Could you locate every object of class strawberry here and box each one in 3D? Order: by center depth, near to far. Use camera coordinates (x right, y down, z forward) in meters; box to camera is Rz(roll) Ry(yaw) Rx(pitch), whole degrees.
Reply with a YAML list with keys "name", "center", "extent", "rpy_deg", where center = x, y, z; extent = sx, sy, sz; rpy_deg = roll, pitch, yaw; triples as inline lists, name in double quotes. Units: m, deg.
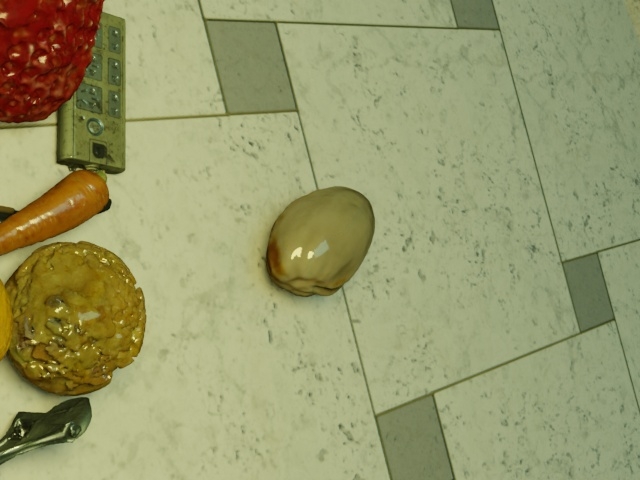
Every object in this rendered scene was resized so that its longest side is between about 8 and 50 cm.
- name: "strawberry"
  center: [-0.388, -0.308, 1.100]
  extent: [0.291, 0.310, 0.292]
  rpy_deg: [10, 55, -14]

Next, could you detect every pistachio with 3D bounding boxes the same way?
- name: "pistachio"
  center: [0.000, 0.000, 1.450]
  extent: [0.144, 0.144, 0.215]
  rpy_deg: [58, 40, -14]

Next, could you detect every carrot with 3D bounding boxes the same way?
- name: "carrot"
  center: [-0.342, -0.016, 1.149]
  extent: [0.256, 0.061, 0.061]
  rpy_deg: [-39, 105, -40]

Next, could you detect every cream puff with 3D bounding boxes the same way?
- name: "cream puff"
  center: [-0.285, 0.088, 1.145]
  extent: [0.189, 0.129, 0.189]
  rpy_deg: [19, 62, -39]

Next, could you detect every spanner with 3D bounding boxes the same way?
- name: "spanner"
  center: [-0.380, 0.251, 1.040]
  extent: [0.325, 0.093, 0.026]
  rpy_deg: [-30, 119, -39]

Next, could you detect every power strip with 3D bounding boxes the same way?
- name: "power strip"
  center: [-0.298, -0.182, 1.278]
  extent: [0.092, 0.034, 0.268]
  rpy_deg: [11, 70, -42]

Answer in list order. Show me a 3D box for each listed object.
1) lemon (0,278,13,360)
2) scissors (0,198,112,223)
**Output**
- name: "lemon"
  center: [-0.394, 0.076, 1.014]
  extent: [0.142, 0.187, 0.142]
  rpy_deg: [3, 51, -4]
- name: "scissors"
  center: [-0.347, -0.029, 1.198]
  extent: [0.220, 0.017, 0.088]
  rpy_deg: [-15, 88, -46]
